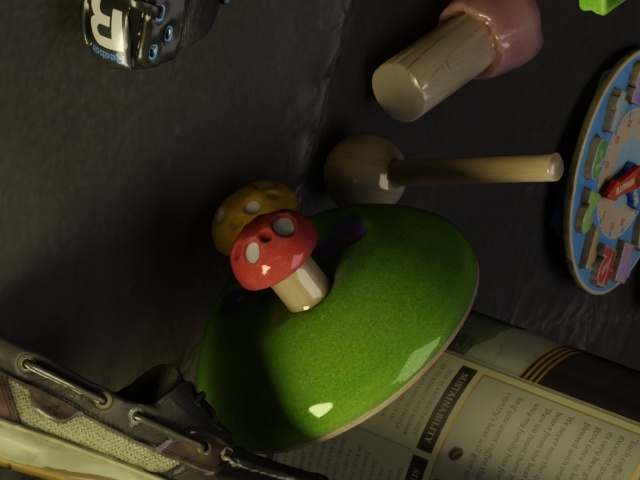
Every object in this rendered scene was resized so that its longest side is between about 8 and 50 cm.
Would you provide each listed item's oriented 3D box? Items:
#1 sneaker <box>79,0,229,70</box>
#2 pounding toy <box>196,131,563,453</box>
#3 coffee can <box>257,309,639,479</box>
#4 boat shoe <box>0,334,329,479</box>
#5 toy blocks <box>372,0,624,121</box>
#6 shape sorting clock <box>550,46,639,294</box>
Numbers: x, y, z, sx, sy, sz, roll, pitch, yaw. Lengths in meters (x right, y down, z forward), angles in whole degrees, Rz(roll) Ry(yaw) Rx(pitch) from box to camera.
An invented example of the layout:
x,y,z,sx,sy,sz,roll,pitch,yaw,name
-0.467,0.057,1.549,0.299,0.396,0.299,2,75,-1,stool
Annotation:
x,y,z,sx,sy,sz,roll,pitch,yaw,name
-0.099,-0.140,0.910,0.217,0.079,0.121,-4,109,-60,sneaker
0.000,0.000,1.109,0.237,0.183,0.110,-52,120,-29,pounding toy
0.120,0.157,1.257,0.201,0.275,0.202,-37,137,-44,coffee can
-0.087,0.099,1.002,0.223,0.080,0.073,17,84,-25,boat shoe
0.205,-0.223,1.167,0.260,0.288,0.309,-37,134,-39,toy blocks
0.249,-0.055,1.582,0.206,0.040,0.206,-37,137,-44,shape sorting clock
